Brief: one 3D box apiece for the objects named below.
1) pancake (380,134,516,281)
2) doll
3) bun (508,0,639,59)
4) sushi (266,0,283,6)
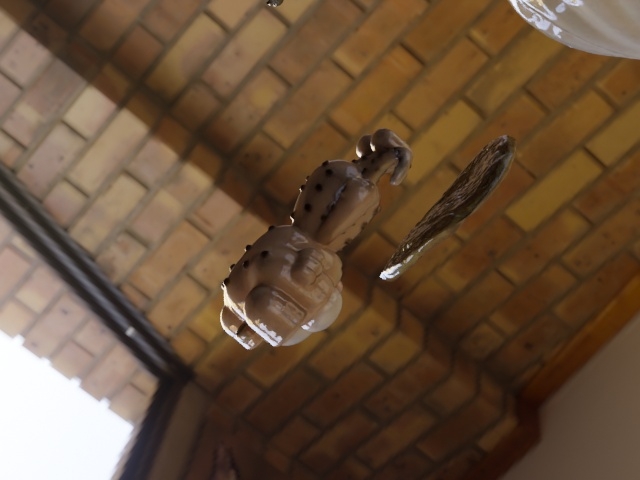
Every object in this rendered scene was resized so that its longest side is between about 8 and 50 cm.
[{"bbox_3d":[0.166,-0.042,1.477,0.250,0.031,0.250,-48,-178,2],"label":"pancake"},{"bbox_3d":[0.000,-0.001,1.233,0.278,0.119,0.154,-52,-168,-6],"label":"doll"},{"bbox_3d":[0.303,-0.239,1.007,0.263,0.175,0.263,-34,-178,1],"label":"bun"},{"bbox_3d":[0.036,-0.326,1.013,0.139,0.184,0.274,-41,-175,-33],"label":"sushi"}]
